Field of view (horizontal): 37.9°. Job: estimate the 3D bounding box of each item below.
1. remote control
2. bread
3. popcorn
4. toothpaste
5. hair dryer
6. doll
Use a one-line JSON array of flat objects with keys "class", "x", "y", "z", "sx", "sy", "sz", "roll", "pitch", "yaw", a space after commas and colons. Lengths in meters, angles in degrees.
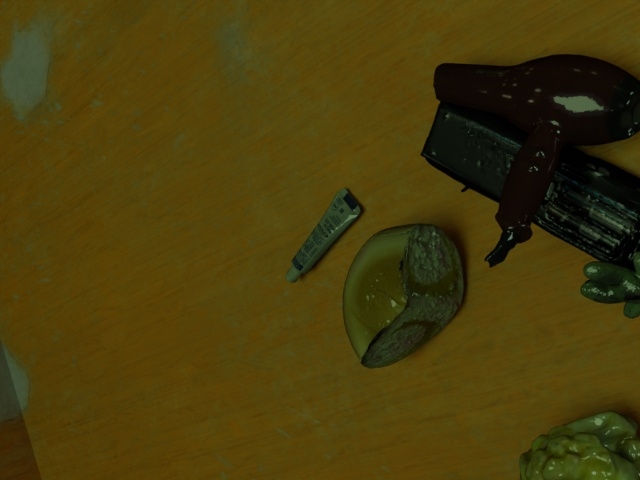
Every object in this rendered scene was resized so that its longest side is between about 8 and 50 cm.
[{"class": "remote control", "x": 0.313, "y": -0.089, "z": 1.368, "sx": 0.399, "sy": 0.062, "sz": 0.144, "roll": 33, "pitch": 119, "yaw": 33}, {"class": "bread", "x": 0.129, "y": 0.071, "z": 1.514, "sx": 0.260, "sy": 0.158, "sz": 0.156, "roll": -55, "pitch": 52, "yaw": 34}, {"class": "popcorn", "x": 0.377, "y": 0.341, "z": 1.304, "sx": 0.167, "sy": 0.188, "sz": 0.185, "roll": -48, "pitch": 62, "yaw": 36}, {"class": "toothpaste", "x": 0.000, "y": 0.000, "z": 1.683, "sx": 0.062, "sy": 0.037, "sz": 0.216, "roll": 51, "pitch": 123, "yaw": 23}, {"class": "hair dryer", "x": 0.250, "y": -0.113, "z": 1.272, "sx": 0.313, "sy": 0.123, "sz": 0.340, "roll": 11, "pitch": 62, "yaw": 36}, {"class": "doll", "x": 0.429, "y": 0.069, "z": 1.260, "sx": 0.150, "sy": 0.077, "sz": 0.115, "roll": 7, "pitch": 125, "yaw": 15}]
